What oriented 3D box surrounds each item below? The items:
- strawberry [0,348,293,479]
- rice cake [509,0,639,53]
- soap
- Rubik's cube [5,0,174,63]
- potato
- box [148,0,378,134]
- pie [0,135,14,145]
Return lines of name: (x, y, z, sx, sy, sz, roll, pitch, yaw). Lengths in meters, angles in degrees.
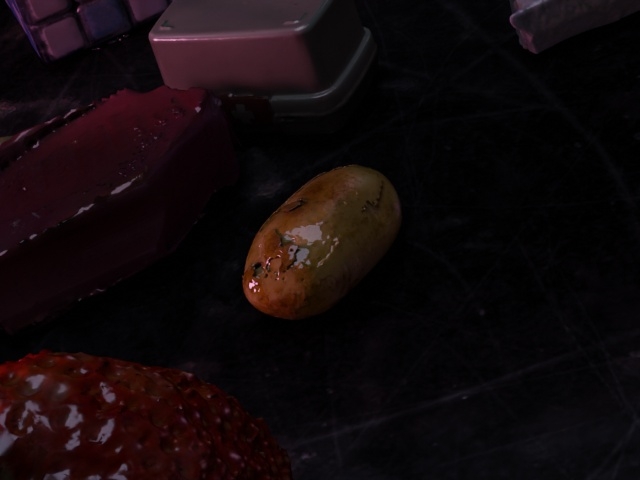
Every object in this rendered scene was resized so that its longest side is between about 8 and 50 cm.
strawberry: (-0.150, 0.191, 1.026, 0.288, 0.250, 0.238, -20, -4, -42)
rice cake: (0.280, -0.251, 1.511, 0.206, 0.069, 0.063, -24, 39, -1)
soap: (-0.209, -0.044, 1.434, 0.289, 0.112, 0.182, -27, 40, -12)
Rubik's cube: (-0.286, -0.431, 1.811, 0.292, 0.293, 0.287, -28, 37, -9)
potato: (0.000, 0.000, 1.307, 0.107, 0.080, 0.170, 32, 57, 33)
box: (-0.057, -0.190, 1.530, 0.210, 0.129, 0.148, 1, 40, 27)
pie: (-0.410, -0.042, 1.500, 0.282, 0.128, 0.068, -16, 70, -9)
